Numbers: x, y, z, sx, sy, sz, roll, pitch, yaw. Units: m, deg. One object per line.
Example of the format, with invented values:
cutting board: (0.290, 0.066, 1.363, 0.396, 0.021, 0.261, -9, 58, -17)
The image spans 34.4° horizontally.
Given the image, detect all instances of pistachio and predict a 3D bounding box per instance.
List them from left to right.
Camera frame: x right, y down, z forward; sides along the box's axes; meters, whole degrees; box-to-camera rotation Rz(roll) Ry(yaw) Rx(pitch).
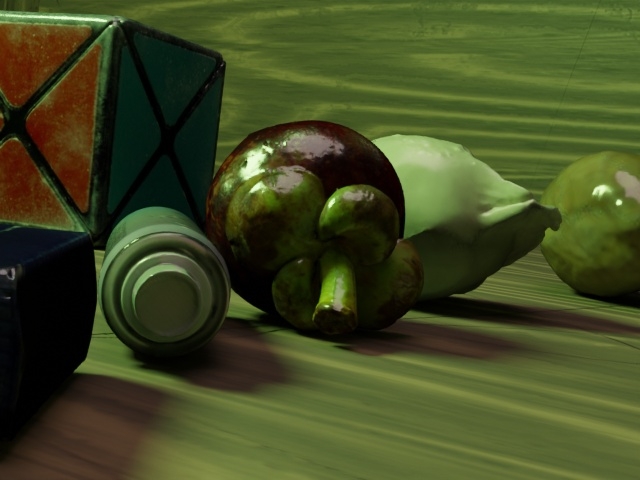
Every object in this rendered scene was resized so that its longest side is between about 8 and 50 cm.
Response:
pistachio: (0.334, -0.022, 1.166, 0.181, 0.162, 0.293, -16, -3, 7)

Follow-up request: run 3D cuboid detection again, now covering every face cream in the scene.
face cream: (-0.096, 0.022, 0.626, 0.075, 0.075, 0.229, 5, 5, -11)

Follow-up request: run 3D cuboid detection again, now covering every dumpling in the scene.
dumpling: (0.085, -0.006, 0.947, 0.258, 0.147, 0.193, 1, -27, 6)

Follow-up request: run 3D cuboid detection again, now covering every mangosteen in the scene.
mangosteen: (0.000, -0.012, 0.728, 0.155, 0.146, 0.181, 7, 4, -17)

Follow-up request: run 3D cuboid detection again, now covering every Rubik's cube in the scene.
Rubik's cube: (-0.286, -0.133, 1.251, 0.254, 0.259, 0.260, 9, 6, 22)

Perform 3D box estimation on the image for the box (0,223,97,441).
box: (-0.233, 0.023, 0.426, 0.259, 0.071, 0.168, 6, 4, -3)

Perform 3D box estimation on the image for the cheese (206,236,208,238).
cheese: (-0.108, -0.019, 1.348, 0.127, 0.054, 0.251, 5, 5, -25)
